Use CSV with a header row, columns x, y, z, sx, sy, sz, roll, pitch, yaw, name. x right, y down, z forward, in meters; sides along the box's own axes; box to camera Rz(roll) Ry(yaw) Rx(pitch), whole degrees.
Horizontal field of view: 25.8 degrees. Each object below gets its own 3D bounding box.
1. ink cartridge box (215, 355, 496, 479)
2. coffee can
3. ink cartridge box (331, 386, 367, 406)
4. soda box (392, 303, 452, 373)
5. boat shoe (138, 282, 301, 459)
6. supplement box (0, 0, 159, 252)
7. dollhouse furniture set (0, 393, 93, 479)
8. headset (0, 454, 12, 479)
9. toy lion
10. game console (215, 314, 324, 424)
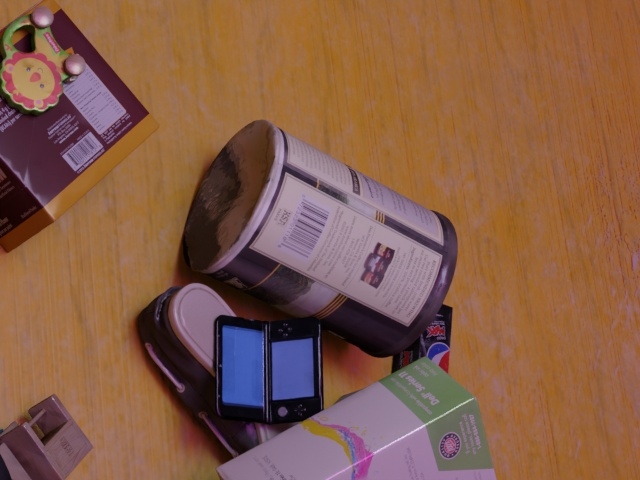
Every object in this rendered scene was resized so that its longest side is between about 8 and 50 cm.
x,y,z,sx,sy,sz,roll,pitch,yaw,name
0.020,0.307,1.577,0.353,0.119,0.207,-26,122,-16,ink cartridge box
0.000,0.000,1.717,0.275,0.201,0.201,27,60,-26,coffee can
0.077,0.253,1.748,0.056,0.099,0.135,-42,99,-38,ink cartridge box
0.133,0.164,1.846,0.053,0.060,0.168,21,62,-30,soda box
-0.093,0.193,1.665,0.335,0.095,0.112,55,48,-14,boat shoe
-0.328,-0.130,1.570,0.194,0.129,0.191,50,53,-11,supplement box
-0.324,0.275,1.457,0.129,0.129,0.183,56,22,-7,dollhouse furniture set
-0.465,0.214,1.289,0.394,0.243,0.185,35,23,13,headset
-0.310,-0.189,1.504,0.096,0.034,0.100,-36,96,-30,toy lion
-0.058,0.145,1.599,0.071,0.107,0.122,36,50,-63,game console
